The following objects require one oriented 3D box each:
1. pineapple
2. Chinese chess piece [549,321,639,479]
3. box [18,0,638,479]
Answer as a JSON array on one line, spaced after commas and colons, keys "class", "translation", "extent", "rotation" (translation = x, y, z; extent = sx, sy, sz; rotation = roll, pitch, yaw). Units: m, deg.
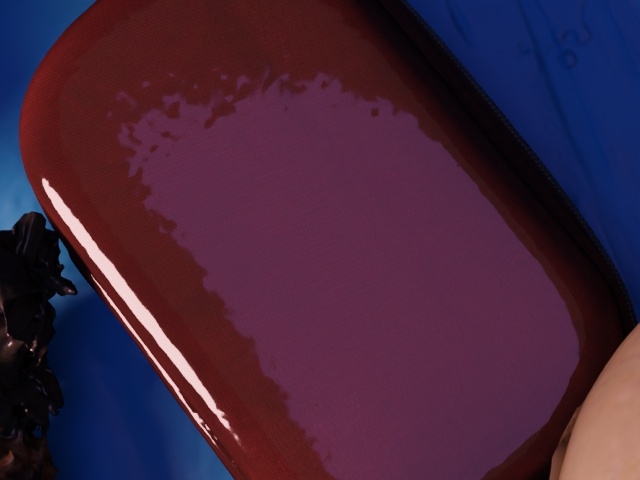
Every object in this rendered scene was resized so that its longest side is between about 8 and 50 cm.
[{"class": "pineapple", "translation": [-0.204, 0.098, 0.979], "extent": [0.119, 0.111, 0.237], "rotation": [5, 86, 29]}, {"class": "Chinese chess piece", "translation": [0.280, 0.161, 0.793], "extent": [0.338, 0.140, 0.338], "rotation": [5, 71, -14]}, {"class": "box", "translation": [0.000, 0.000, 0.944], "extent": [0.263, 0.108, 0.404], "rotation": [-38, 79, 7]}]
